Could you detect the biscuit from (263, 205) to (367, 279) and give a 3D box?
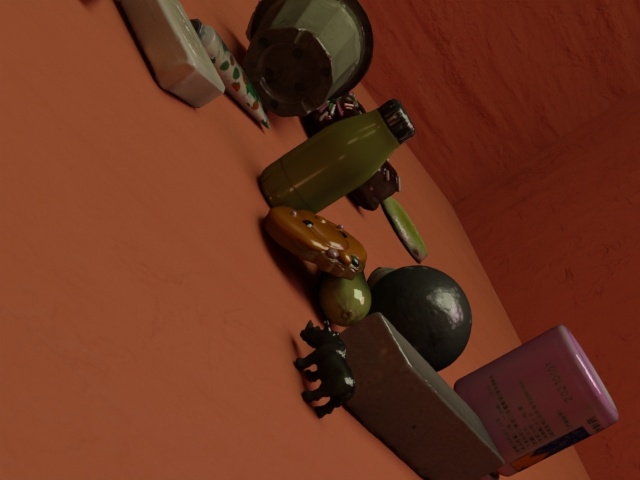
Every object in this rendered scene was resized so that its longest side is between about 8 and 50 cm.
[{"bbox_3d":[0.002,-0.004,1.249,0.170,0.050,0.170,26,15,-8],"label":"biscuit"}]

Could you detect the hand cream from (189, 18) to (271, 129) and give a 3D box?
[{"bbox_3d":[-0.162,-0.297,1.487,0.276,0.059,0.095,44,21,-57],"label":"hand cream"}]

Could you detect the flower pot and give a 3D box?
[{"bbox_3d":[-0.044,-0.383,1.731,0.290,0.290,0.259,53,27,-18],"label":"flower pot"}]

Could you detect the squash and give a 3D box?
[{"bbox_3d":[0.039,0.067,1.333,0.083,0.083,0.250,55,11,-12],"label":"squash"}]

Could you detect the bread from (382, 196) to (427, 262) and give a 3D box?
[{"bbox_3d":[0.242,-0.035,2.345,0.228,0.033,0.228,53,13,-18],"label":"bread"}]

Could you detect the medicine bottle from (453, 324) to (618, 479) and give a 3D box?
[{"bbox_3d":[0.314,0.280,1.354,0.178,0.291,0.178,52,15,-20],"label":"medicine bottle"}]

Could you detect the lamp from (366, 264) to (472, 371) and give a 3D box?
[{"bbox_3d":[0.148,0.099,1.438,0.182,0.182,0.314,49,11,-31],"label":"lamp"}]

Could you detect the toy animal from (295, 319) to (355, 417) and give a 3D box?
[{"bbox_3d":[0.005,0.152,1.047,0.047,0.065,0.135,47,16,-40],"label":"toy animal"}]

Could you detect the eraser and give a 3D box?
[{"bbox_3d":[0.135,0.244,1.197,0.352,0.111,0.077,47,15,-36],"label":"eraser"}]

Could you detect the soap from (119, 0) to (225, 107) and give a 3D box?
[{"bbox_3d":[-0.225,-0.297,1.244,0.183,0.064,0.121,62,12,15],"label":"soap"}]

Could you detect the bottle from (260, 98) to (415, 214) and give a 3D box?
[{"bbox_3d":[0.032,-0.134,1.352,0.112,0.260,0.112,53,14,-20],"label":"bottle"}]

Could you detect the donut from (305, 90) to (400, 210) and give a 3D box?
[{"bbox_3d":[0.070,-0.253,2.027,0.259,0.136,0.345,53,13,-29],"label":"donut"}]
